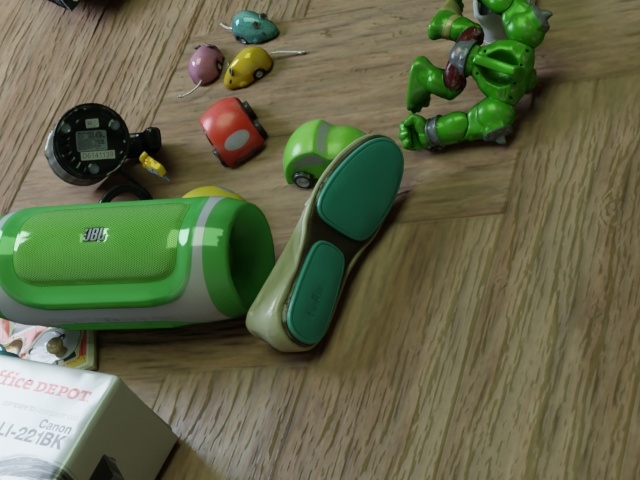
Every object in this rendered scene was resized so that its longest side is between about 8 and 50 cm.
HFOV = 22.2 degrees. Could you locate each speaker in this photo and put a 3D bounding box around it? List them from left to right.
[{"bbox_3d":[-0.202,0.023,1.657,0.296,0.131,0.131,-3,50,25],"label":"speaker"}]

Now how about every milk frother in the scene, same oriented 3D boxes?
[{"bbox_3d":[-0.247,-0.072,1.826,0.135,0.129,0.143,173,110,-77],"label":"milk frother"}]

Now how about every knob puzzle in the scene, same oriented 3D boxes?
[{"bbox_3d":[-0.323,0.096,1.763,0.213,0.030,0.213,-19,43,19],"label":"knob puzzle"}]

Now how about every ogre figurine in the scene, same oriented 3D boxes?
[{"bbox_3d":[0.156,-0.174,1.626,0.118,0.097,0.197,22,76,28],"label":"ogre figurine"}]

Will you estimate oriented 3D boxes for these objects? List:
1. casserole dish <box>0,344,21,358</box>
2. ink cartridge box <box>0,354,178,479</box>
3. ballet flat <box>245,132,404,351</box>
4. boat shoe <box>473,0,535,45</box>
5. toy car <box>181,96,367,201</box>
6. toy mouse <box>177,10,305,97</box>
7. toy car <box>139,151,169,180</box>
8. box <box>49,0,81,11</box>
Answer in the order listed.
[{"bbox_3d":[-0.372,0.186,1.683,0.114,0.037,0.188,-6,58,27],"label":"casserole dish"},{"bbox_3d":[-0.290,0.251,1.527,0.197,0.114,0.273,5,54,39],"label":"ink cartridge box"},{"bbox_3d":[0.000,0.000,1.599,0.086,0.086,0.248,7,57,39],"label":"ballet flat"},{"bbox_3d":[0.194,-0.282,1.735,0.066,0.063,0.184,-5,49,31],"label":"boat shoe"},{"bbox_3d":[-0.055,-0.088,1.732,0.225,0.053,0.239,-11,47,27],"label":"toy car"},{"bbox_3d":[-0.108,-0.231,1.920,0.161,0.031,0.143,-29,41,9],"label":"toy mouse"},{"bbox_3d":[-0.183,-0.028,1.728,0.040,0.122,0.060,33,55,33],"label":"toy car"},{"bbox_3d":[-0.322,-0.446,2.203,0.257,0.079,0.322,-44,32,-9],"label":"box"}]
